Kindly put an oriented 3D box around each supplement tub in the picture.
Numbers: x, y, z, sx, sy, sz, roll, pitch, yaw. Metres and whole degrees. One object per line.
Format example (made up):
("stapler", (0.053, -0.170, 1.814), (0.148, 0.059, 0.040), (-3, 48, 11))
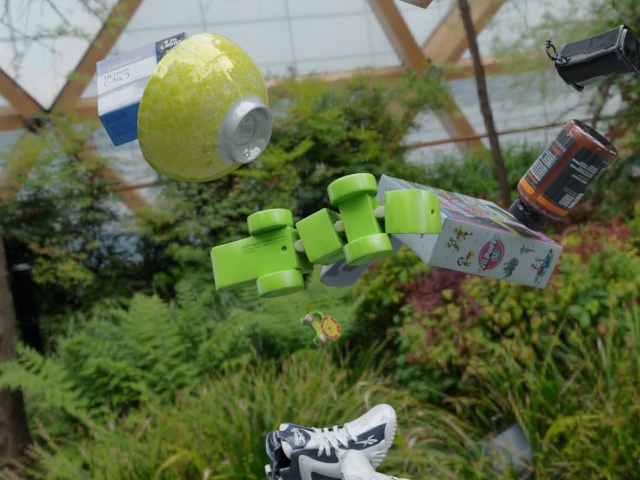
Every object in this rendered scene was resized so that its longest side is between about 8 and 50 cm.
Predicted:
("supplement tub", (0.424, -0.110, 1.376), (0.198, 0.106, 0.106), (-54, -20, 25))

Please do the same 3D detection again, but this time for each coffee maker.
("coffee maker", (0.687, -0.458, 1.927), (0.171, 0.120, 0.178), (5, -9, -35))

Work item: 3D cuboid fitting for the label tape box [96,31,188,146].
("label tape box", (-0.422, -0.406, 1.902), (0.240, 0.334, 0.106), (-19, -42, 2))

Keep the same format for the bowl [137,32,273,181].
("bowl", (-0.183, -0.225, 1.450), (0.156, 0.290, 0.289), (28, 21, 26))

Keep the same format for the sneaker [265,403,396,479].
("sneaker", (0.006, 0.336, 1.283), (0.235, 0.153, 0.094), (-43, 26, 11))

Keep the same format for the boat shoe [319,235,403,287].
("boat shoe", (0.104, -0.017, 1.938), (0.135, 0.157, 0.367), (12, -29, -17))

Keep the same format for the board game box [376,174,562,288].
("board game box", (0.275, -0.018, 1.481), (0.303, 0.098, 0.224), (10, 19, -32))

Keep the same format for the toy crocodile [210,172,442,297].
("toy crocodile", (0.000, 0.000, 1.065), (0.340, 0.115, 0.105), (-20, -15, 19))

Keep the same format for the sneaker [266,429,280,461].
("sneaker", (-0.055, 0.459, 1.644), (0.067, 0.078, 0.188), (21, 8, -33))

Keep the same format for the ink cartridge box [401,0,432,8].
("ink cartridge box", (0.135, -0.477, 1.343), (0.179, 0.045, 0.145), (11, -14, -13))

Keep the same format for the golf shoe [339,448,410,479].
("golf shoe", (0.087, 0.336, 1.030), (0.069, 0.086, 0.176), (34, 16, -37))

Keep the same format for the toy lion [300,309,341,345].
("toy lion", (0.008, 0.228, 2.054), (0.096, 0.100, 0.034), (-31, -5, -46))
